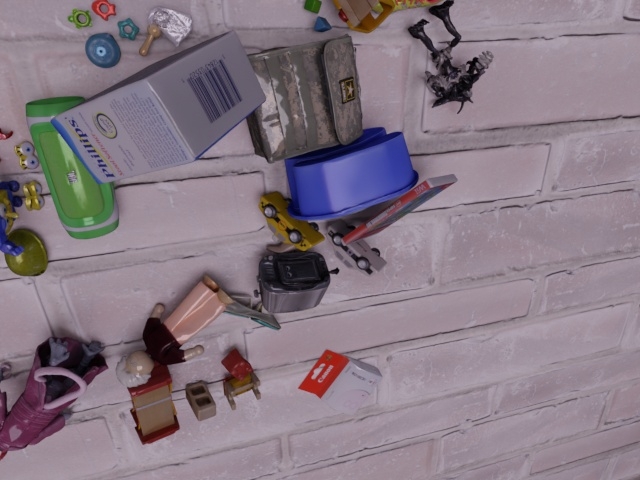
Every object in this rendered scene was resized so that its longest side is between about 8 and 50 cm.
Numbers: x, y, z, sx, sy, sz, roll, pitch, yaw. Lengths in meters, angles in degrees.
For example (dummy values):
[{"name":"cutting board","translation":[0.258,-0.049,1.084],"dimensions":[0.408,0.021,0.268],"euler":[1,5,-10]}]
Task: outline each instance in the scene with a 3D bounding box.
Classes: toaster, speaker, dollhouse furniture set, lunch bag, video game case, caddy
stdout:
[{"name":"toaster","translation":[-0.070,0.119,1.234],"dimensions":[0.227,0.129,0.146],"euler":[-5,144,-19]},{"name":"speaker","translation":[-0.538,-0.157,0.976],"dimensions":[0.131,0.131,0.296],"euler":[-9,117,-12]},{"name":"dollhouse furniture set","translation":[-0.377,0.418,1.319],"dimensions":[0.374,0.152,0.201],"euler":[-13,119,-30]},{"name":"lunch bag","translation":[-0.029,-0.331,1.025],"dimensions":[0.287,0.169,0.235],"euler":[-19,116,-16]},{"name":"video game case","translation":[0.206,-0.080,1.157],"dimensions":[0.285,0.204,0.025],"euler":[-36,80,34]},{"name":"caddy","translation":[0.072,-0.152,1.100],"dimensions":[0.342,0.241,0.179],"euler":[-19,113,-8]}]

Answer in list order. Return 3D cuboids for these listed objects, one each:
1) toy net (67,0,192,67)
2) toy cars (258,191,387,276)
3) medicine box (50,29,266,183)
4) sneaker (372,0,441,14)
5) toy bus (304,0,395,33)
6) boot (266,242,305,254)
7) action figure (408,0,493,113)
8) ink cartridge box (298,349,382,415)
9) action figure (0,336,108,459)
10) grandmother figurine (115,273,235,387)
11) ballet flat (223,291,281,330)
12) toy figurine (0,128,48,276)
[{"name":"toy net","translation":[-0.388,-0.448,0.927],"dimensions":[0.232,0.045,0.122],"euler":[-20,117,-8]},{"name":"toy cars","translation":[0.000,0.000,1.199],"dimensions":[0.394,0.176,0.087],"euler":[22,125,-25]},{"name":"medicine box","translation":[-0.302,-0.254,0.854],"dimensions":[0.290,0.263,0.149],"euler":[-5,126,33]},{"name":"sneaker","translation":[0.213,-0.574,1.017],"dimensions":[0.209,0.094,0.081],"euler":[-16,120,-7]},{"name":"toy bus","translation":[0.075,-0.560,0.970],"dimensions":[0.104,0.191,0.202],"euler":[-20,125,-51]},{"name":"boot","translation":[-0.084,0.003,1.245],"dimensions":[0.119,0.042,0.086],"euler":[16,103,-24]},{"name":"action figure","translation":[0.325,-0.430,1.096],"dimensions":[0.164,0.141,0.275],"euler":[-32,120,12]},{"name":"ink cartridge box","translation":[0.071,0.493,1.521],"dimensions":[0.232,0.066,0.189],"euler":[26,106,-30]},{"name":"action figure","translation":[-0.714,0.434,1.143],"dimensions":[0.248,0.276,0.370],"euler":[40,85,-35]},{"name":"grandmother figurine","translation":[-0.396,0.244,1.175],"dimensions":[0.342,0.208,0.104],"euler":[-46,139,-13]},{"name":"ballet flat","translation":[-0.197,0.205,1.293],"dimensions":[0.213,0.072,0.068],"euler":[25,76,-28]},{"name":"toy figurine","translation":[-0.715,-0.037,0.928],"dimensions":[0.191,0.217,0.362],"euler":[0,115,-17]}]
